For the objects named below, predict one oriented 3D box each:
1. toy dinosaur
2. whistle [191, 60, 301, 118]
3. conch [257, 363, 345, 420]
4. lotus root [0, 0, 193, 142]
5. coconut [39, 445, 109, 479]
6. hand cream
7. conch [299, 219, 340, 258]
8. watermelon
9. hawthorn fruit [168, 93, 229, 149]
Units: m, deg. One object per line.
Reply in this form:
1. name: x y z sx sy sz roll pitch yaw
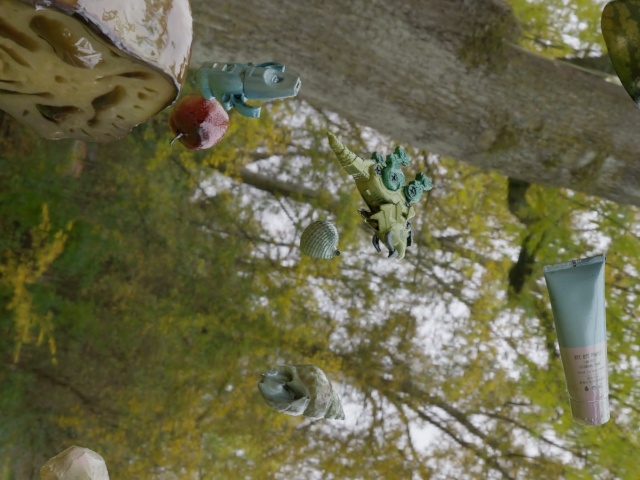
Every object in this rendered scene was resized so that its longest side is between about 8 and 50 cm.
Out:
1. toy dinosaur: 0.096 -0.099 1.278 0.094 0.259 0.153 -11 -148 43
2. whistle: -0.179 -0.370 1.770 0.093 0.274 0.186 79 26 -46
3. conch: -0.043 0.308 1.538 0.116 0.173 0.105 -131 -139 -57
4. lotus root: -0.215 -0.209 0.662 0.188 0.199 0.179 -13 -120 41
5. coconut: -0.430 0.419 1.324 0.124 0.110 0.110 -8 -112 50
6. hand cream: 0.466 0.179 1.356 0.070 0.111 0.312 -88 168 -76
7. conch: -0.001 -0.004 1.332 0.085 0.076 0.056 29 -48 55
8. watermelon: 0.736 -0.451 1.701 0.128 0.159 0.303 -22 -106 43
9. hawthorn fruit: -0.346 -0.314 2.069 0.194 0.157 0.157 -48 175 -39
